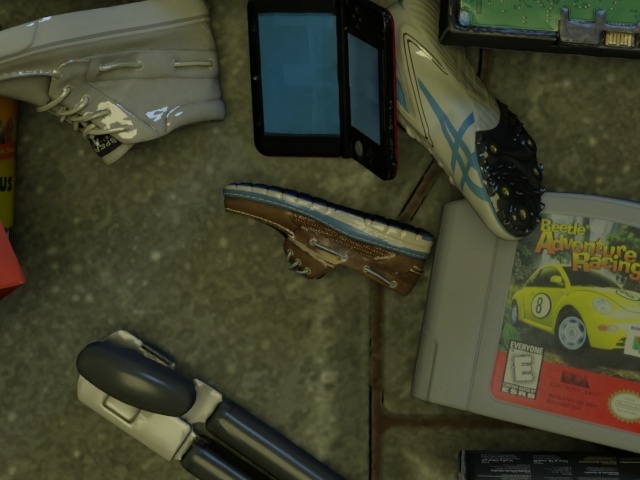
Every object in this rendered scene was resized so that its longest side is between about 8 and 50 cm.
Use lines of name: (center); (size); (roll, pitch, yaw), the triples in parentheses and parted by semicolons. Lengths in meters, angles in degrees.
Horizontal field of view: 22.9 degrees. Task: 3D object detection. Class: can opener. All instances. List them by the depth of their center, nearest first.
can opener: (-0.087, 0.178, 1.336); (0.283, 0.095, 0.076); (34, 96, 2)

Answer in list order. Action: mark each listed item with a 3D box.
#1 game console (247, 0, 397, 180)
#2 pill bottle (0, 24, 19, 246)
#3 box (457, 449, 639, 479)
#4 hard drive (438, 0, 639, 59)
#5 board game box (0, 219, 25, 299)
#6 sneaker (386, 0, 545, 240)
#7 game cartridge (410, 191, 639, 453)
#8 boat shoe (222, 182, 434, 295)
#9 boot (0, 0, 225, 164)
game console: (0.002, -0.126, 1.300); (0.085, 0.124, 0.144); (-11, 114, -19)
pill bottle: (-0.314, -0.077, 1.328); (0.117, 0.117, 0.215); (3, 94, 5)
box: (0.271, 0.300, 1.287); (0.322, 0.079, 0.257); (1, 114, 5)
hard drive: (0.220, -0.317, 1.264); (0.237, 0.064, 0.338); (3, 85, -4)
board game box: (-0.380, -0.011, 1.260); (0.316, 0.064, 0.242); (-33, 77, 42)
sneaker: (0.107, -0.093, 1.288); (0.086, 0.085, 0.237); (-44, 60, 34)
game cartridge: (0.221, 0.062, 1.272); (0.294, 0.060, 0.196); (11, 90, 27)
boat shoe: (0.000, 0.000, 1.333); (0.183, 0.066, 0.066); (17, 96, 4)
boot: (-0.190, -0.120, 1.281); (0.258, 0.095, 0.123); (-17, 96, -30)
